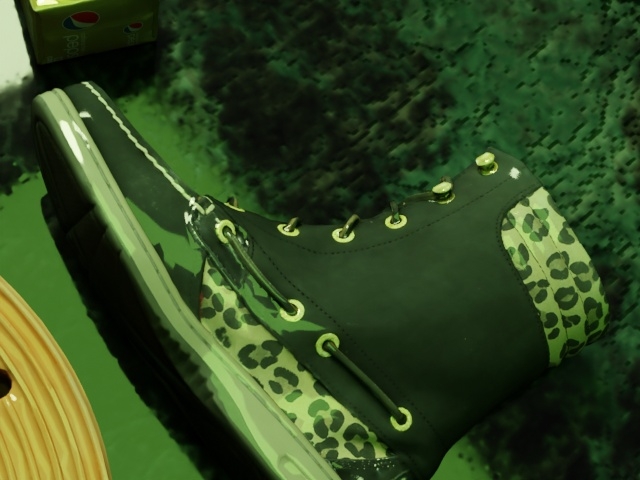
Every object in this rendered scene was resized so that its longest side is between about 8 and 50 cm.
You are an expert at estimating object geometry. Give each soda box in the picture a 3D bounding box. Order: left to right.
[{"bbox_3d":[-0.128,-0.179,0.719,0.061,0.058,0.181,-14,74,-13],"label":"soda box"}]

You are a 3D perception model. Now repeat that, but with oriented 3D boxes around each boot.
[{"bbox_3d":[0.000,0.001,0.663,0.178,0.085,0.236,-34,85,-19],"label":"boot"}]

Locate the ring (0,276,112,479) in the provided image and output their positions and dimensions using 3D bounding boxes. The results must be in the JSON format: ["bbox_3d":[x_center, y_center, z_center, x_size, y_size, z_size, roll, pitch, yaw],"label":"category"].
[{"bbox_3d":[-0.249,0.133,0.601,0.336,0.032,0.337,2,71,-7],"label":"ring"}]
